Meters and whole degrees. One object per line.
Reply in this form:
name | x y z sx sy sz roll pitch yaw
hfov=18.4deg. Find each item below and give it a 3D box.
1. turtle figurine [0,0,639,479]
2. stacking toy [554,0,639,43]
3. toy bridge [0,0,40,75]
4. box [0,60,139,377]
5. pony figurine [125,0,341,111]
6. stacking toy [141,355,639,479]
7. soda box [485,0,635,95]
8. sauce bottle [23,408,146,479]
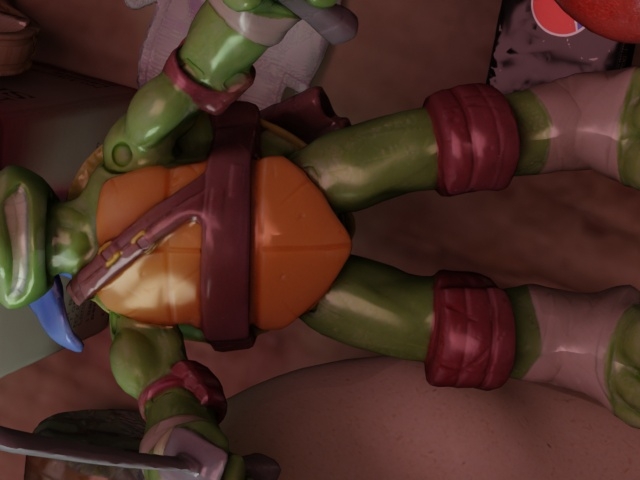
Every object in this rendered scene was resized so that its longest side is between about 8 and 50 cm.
turtle figurine | 0.000 0.000 0.702 0.266 0.274 0.198 0 62 -9
stacking toy | 0.085 -0.216 0.669 0.130 0.309 0.279 45 109 42
toy bridge | -0.158 -0.093 0.882 0.063 0.188 0.026 15 102 -1
box | -0.192 -0.016 0.874 0.148 0.232 0.127 14 101 13
pony figurine | -0.092 -0.240 0.828 0.363 0.303 0.351 28 94 27
stacking toy | 0.037 0.323 0.850 0.350 0.350 0.480 25 119 12
soda box | 0.117 -0.134 0.867 0.060 0.053 0.169 13 99 15
sauce bottle | -0.111 0.258 0.946 0.111 0.111 0.344 11 99 15
